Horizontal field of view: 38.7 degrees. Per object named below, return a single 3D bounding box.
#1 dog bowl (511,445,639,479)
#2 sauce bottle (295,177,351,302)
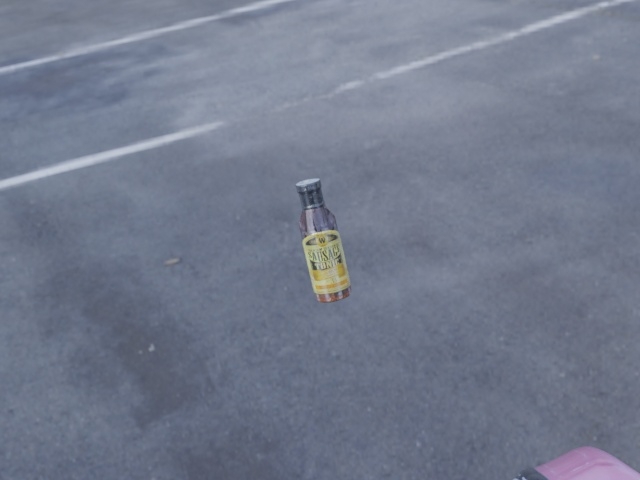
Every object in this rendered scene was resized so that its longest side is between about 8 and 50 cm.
[{"bbox_3d":[0.217,0.289,0.507,0.150,0.408,0.408,-41,30,-3],"label":"dog bowl"},{"bbox_3d":[0.000,0.000,0.945,0.042,0.128,0.042,-14,14,4],"label":"sauce bottle"}]
